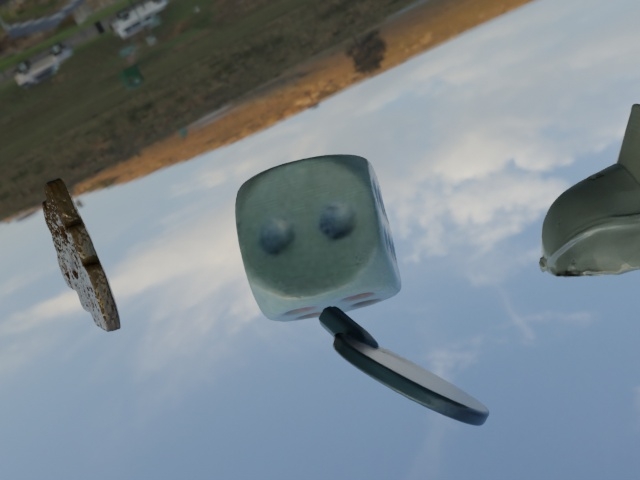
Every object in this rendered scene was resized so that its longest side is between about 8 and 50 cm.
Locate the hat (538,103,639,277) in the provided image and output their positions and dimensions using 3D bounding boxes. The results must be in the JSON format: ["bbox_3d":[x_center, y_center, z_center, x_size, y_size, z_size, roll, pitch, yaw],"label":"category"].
[{"bbox_3d":[0.464,-0.078,1.475,0.168,0.301,0.258,13,-176,0],"label":"hat"}]

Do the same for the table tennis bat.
[{"bbox_3d":[0.099,0.170,1.258,0.329,0.215,0.044,31,-84,53],"label":"table tennis bat"}]

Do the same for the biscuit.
[{"bbox_3d":[-0.414,0.046,1.594,0.043,0.301,0.278,-22,151,-24],"label":"biscuit"}]

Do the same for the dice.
[{"bbox_3d":[0.000,0.000,1.715,0.263,0.264,0.268,-14,167,9],"label":"dice"}]
